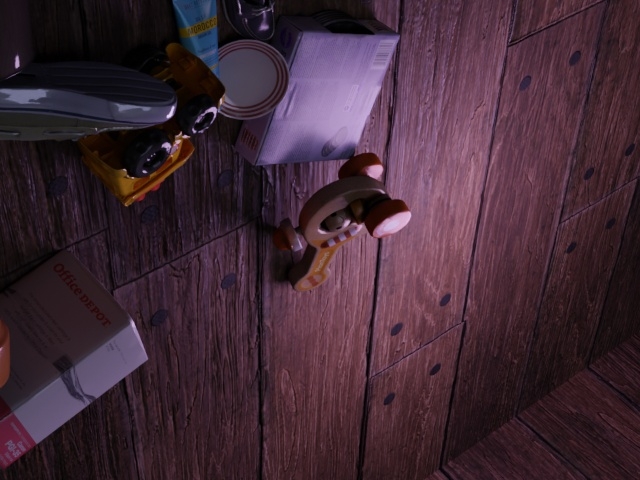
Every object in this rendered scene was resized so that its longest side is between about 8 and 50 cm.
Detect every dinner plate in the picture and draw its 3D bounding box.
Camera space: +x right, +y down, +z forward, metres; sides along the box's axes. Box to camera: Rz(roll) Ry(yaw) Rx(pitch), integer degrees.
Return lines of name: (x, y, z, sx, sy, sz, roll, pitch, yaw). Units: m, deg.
dinner plate: (-0.120, -0.258, 1.910, 0.141, 0.017, 0.141, -6, 125, -9)

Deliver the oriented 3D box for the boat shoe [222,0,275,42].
boat shoe: (-0.106, -0.365, 1.819, 0.075, 0.065, 0.206, -41, 146, -12)

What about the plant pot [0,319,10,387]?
plant pot: (-0.553, 0.079, 1.585, 0.291, 0.291, 0.203, -8, 113, -44)

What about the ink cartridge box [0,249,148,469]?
ink cartridge box: (-0.439, 0.178, 1.847, 0.283, 0.207, 0.117, -37, 145, -17)

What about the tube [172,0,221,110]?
tube: (-0.184, -0.289, 1.828, 0.080, 0.052, 0.207, -35, 138, -36)

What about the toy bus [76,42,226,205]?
toy bus: (-0.254, -0.156, 1.803, 0.220, 0.149, 0.211, -39, 158, -19)

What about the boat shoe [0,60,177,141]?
boat shoe: (-0.350, -0.185, 1.643, 0.302, 0.109, 0.094, 3, 128, -19)

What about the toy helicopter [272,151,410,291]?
toy helicopter: (0.000, 0.000, 2.223, 0.235, 0.140, 0.355, -16, 154, -27)

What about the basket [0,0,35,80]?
basket: (-0.425, -0.322, 1.429, 0.204, 0.154, 0.227, -43, 149, -54)

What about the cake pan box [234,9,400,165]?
cake pan box: (-0.003, -0.257, 2.042, 0.246, 0.070, 0.267, -11, 131, -46)
